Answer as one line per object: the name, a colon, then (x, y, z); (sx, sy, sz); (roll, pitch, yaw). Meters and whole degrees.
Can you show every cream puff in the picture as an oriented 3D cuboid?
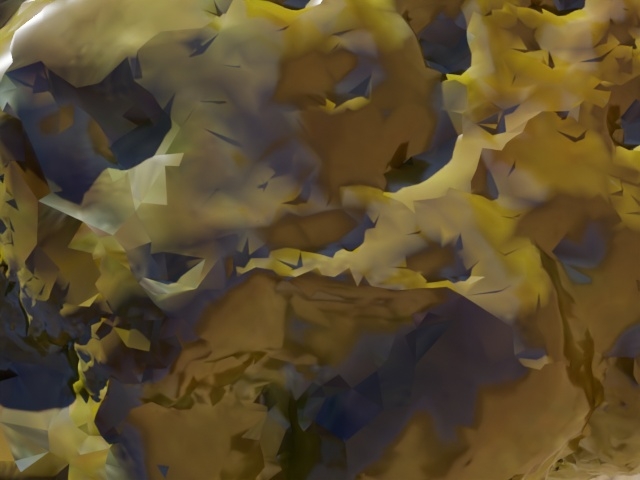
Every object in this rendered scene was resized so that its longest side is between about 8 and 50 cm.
cream puff: (0.004, -0.011, 0.414); (0.196, 0.244, 0.244); (35, -110, -72)
